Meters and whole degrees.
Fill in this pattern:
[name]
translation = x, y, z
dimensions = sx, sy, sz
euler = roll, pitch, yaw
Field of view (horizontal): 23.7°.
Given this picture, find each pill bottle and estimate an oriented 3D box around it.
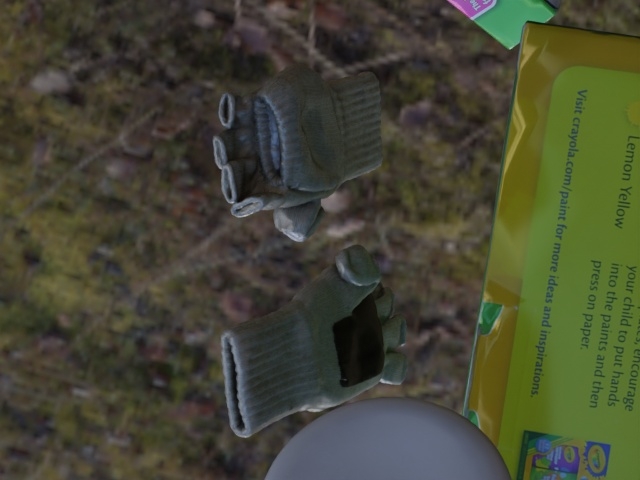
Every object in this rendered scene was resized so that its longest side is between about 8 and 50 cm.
[pill bottle]
translation = 0.045, 0.178, 0.745
dimensions = 0.117, 0.117, 0.215
euler = 1, 141, 14

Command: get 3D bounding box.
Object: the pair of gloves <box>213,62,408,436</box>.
[pair of gloves]
translation = 0.000, 0.000, 1.038
dimensions = 0.042, 0.240, 0.204
euler = 0, -175, 31

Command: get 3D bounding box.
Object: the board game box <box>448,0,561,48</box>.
[board game box]
translation = 0.084, -0.338, 1.228
dimensions = 0.316, 0.242, 0.064
euler = 36, 142, -14

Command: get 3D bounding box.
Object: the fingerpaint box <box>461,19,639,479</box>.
[fingerpaint box]
translation = 0.281, 0.105, 1.002
dimensions = 0.371, 0.444, 0.163
euler = 8, -176, 7
